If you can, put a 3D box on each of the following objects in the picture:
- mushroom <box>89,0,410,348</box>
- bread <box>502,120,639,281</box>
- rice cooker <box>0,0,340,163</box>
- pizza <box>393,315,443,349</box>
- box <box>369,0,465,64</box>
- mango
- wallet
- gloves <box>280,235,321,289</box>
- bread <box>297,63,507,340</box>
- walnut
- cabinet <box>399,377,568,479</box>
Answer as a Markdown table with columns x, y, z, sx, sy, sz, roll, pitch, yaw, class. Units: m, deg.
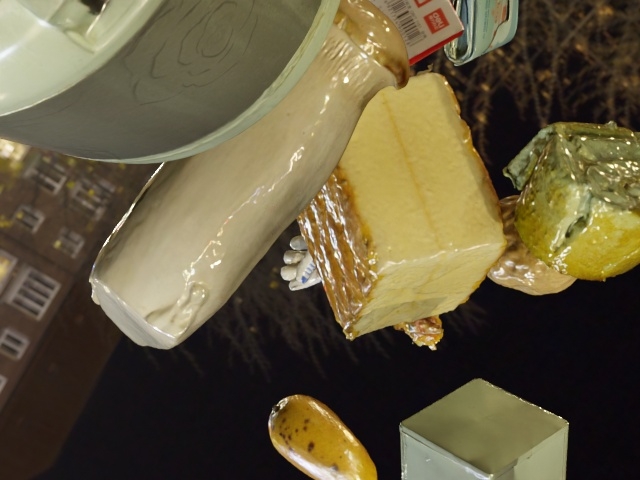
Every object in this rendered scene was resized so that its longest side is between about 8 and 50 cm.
| x | y | z | sx | sy | sz | roll | pitch | yaw | class |
| --- | --- | --- | --- | --- | --- | --- | --- | --- | --- |
| -0.075 | -0.056 | 0.957 | 0.407 | 0.137 | 0.154 | -53 | 177 | 6 | mushroom |
| 0.349 | -0.058 | 1.245 | 0.124 | 0.257 | 0.186 | -53 | -125 | 43 | bread |
| -0.132 | -0.185 | 0.554 | 0.288 | 0.288 | 0.277 | -52 | 165 | 10 | rice cooker |
| 0.154 | 0.076 | 1.733 | 0.081 | 0.229 | 0.289 | -24 | 176 | 16 | pizza |
| 0.125 | -0.403 | 1.647 | 0.123 | 0.229 | 0.050 | -29 | 179 | 7 | box |
| 0.003 | 0.177 | 0.875 | 0.057 | 0.079 | 0.114 | -41 | -119 | -17 | mango |
| 0.301 | -0.434 | 1.921 | 0.250 | 0.075 | 0.176 | -34 | 130 | -57 | wallet |
| 0.006 | 0.001 | 1.875 | 0.229 | 0.097 | 0.119 | -51 | 179 | 22 | gloves |
| 0.095 | -0.040 | 1.390 | 0.279 | 0.207 | 0.279 | 106 | -33 | -62 | bread |
| 0.327 | 0.010 | 1.585 | 0.184 | 0.155 | 0.155 | 18 | -107 | 37 | walnut |
| 0.198 | 0.308 | 1.261 | 0.145 | 0.206 | 0.150 | -23 | -150 | -35 | cabinet |
